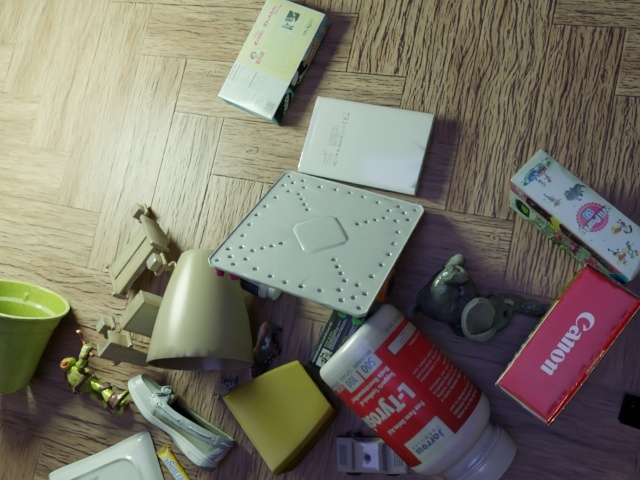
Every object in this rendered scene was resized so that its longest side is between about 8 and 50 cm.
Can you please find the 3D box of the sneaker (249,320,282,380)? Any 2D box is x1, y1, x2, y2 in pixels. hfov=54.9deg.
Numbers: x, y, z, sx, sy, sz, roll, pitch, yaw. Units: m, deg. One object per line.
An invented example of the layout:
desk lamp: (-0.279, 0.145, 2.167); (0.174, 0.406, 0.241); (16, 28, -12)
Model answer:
sneaker: (-0.137, 0.289, 1.572); (0.064, 0.061, 0.158); (13, 86, 13)

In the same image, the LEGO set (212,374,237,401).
LEGO set: (-0.249, 0.384, 1.608); (0.054, 0.023, 0.083); (27, 89, 20)

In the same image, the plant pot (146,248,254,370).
plant pot: (-0.289, 0.169, 1.519); (0.256, 0.256, 0.274); (-7, 71, 17)

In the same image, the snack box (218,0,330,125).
snack box: (-0.128, -0.499, 1.700); (0.187, 0.060, 0.322); (27, 90, 19)

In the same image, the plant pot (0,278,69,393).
plant pot: (-0.877, 0.276, 1.721); (0.276, 0.276, 0.254); (22, 99, 20)

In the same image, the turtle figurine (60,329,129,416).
turtle figurine: (-0.618, 0.371, 1.648); (0.217, 0.087, 0.270); (35, 128, 6)

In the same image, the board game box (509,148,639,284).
board game box: (0.552, -0.037, 1.318); (0.303, 0.224, 0.097); (44, 94, 20)

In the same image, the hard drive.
hard drive: (0.117, -0.246, 1.589); (0.318, 0.040, 0.210); (14, 85, 19)

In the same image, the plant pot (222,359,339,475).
plant pot: (-0.075, 0.405, 1.466); (0.187, 0.212, 0.212); (-37, 71, -6)

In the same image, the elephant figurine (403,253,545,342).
elephant figurine: (0.352, 0.159, 1.397); (0.239, 0.169, 0.186); (43, 125, 4)

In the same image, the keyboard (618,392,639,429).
keyboard: (0.741, 0.367, 1.299); (0.192, 0.038, 0.100); (15, 109, 18)

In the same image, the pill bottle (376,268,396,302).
pill bottle: (0.057, 0.077, 1.507); (0.245, 0.130, 0.131); (16, 86, 20)

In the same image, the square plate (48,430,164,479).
square plate: (-0.556, 0.732, 1.636); (0.347, 0.049, 0.344); (-26, 75, 12)

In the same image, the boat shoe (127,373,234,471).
boat shoe: (-0.363, 0.451, 1.591); (0.320, 0.118, 0.103); (40, 88, 16)

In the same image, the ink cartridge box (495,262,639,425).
ink cartridge box: (0.503, 0.210, 1.267); (0.130, 0.272, 0.309); (36, 92, 19)

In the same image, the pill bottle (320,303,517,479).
pill bottle: (0.214, 0.352, 1.342); (0.407, 0.229, 0.229); (44, 95, 8)

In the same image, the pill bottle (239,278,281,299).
pill bottle: (-0.160, 0.110, 1.604); (0.120, 0.067, 0.067); (23, 88, 20)

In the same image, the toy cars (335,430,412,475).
toy cars: (0.193, 0.563, 1.404); (0.393, 0.087, 0.176); (38, 93, 20)

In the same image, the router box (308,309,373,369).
router box: (0.068, 0.252, 1.518); (0.133, 0.046, 0.179); (26, 89, 20)

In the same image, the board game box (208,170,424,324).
board game box: (0.000, 0.000, 1.460); (0.389, 0.050, 0.390); (17, 46, 20)

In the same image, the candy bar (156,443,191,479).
candy bar: (-0.373, 0.609, 1.614); (0.040, 0.018, 0.161); (-44, 70, 7)

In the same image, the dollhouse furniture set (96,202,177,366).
dollhouse furniture set: (-0.490, 0.126, 1.722); (0.303, 0.173, 0.356); (-49, 42, 14)
